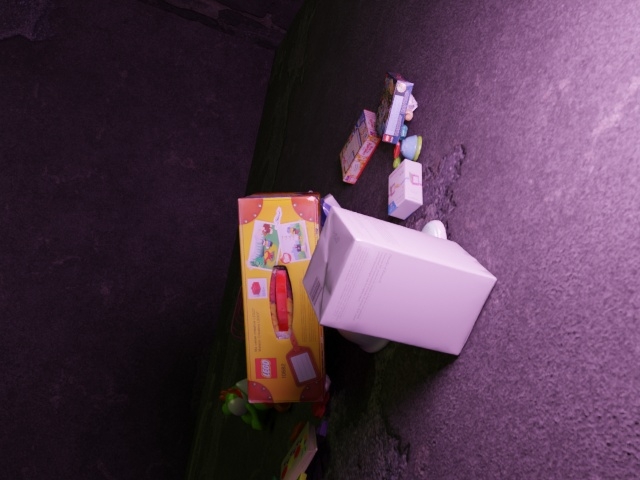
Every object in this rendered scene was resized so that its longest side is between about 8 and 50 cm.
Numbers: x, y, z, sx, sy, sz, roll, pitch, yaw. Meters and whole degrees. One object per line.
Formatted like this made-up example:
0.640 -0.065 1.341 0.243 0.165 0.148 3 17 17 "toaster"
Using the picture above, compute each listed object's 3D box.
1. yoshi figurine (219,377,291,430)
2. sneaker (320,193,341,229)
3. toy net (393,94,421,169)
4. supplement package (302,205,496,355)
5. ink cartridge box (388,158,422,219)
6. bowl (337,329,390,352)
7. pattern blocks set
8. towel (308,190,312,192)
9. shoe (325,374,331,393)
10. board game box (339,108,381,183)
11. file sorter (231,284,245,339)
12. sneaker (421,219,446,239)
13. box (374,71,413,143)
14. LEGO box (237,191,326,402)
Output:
-0.214 0.576 1.964 0.362 0.203 0.203 -34 83 43 "yoshi figurine"
-0.025 -0.042 1.756 0.182 0.127 0.315 -38 7 -12 "sneaker"
0.235 -0.299 1.451 0.122 0.045 0.232 107 172 -62 "toy net"
0.141 0.077 1.027 0.177 0.292 0.175 -119 47 -65 "supplement package"
0.212 -0.129 1.361 0.088 0.052 0.122 133 148 -55 "ink cartridge box"
0.096 0.129 1.377 0.298 0.134 0.298 -166 90 -71 "bowl"
-0.060 0.606 1.504 0.325 0.026 0.285 -58 9 22 "pattern blocks set"
-0.079 -0.131 2.236 0.152 0.023 0.113 -34 38 56 "towel"
-0.009 0.393 1.566 0.077 0.058 0.219 61 167 -4 "shoe"
0.125 -0.304 1.761 0.147 0.045 0.193 -94 26 -44 "board game box"
-0.211 0.240 1.983 0.291 0.182 0.202 -92 16 -82 "file sorter"
0.171 0.063 1.178 0.094 0.151 0.256 -127 55 -69 "sneaker"
0.198 -0.372 1.497 0.233 0.044 0.159 -90 11 -67 "box"
-0.089 0.124 1.459 0.372 0.193 0.500 -82 -10 -83 "LEGO box"
